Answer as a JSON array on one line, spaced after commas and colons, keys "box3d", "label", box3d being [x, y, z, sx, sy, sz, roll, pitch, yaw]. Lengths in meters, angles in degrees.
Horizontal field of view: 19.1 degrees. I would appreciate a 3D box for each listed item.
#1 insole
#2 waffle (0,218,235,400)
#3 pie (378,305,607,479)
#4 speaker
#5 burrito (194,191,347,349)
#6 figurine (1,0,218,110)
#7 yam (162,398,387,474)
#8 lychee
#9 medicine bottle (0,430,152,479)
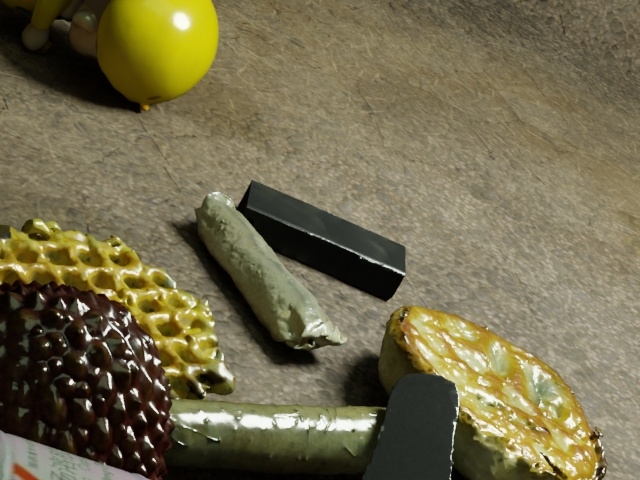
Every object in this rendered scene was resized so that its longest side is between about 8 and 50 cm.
[{"box3d": [0.080, 0.247, 1.919, 0.110, 0.012, 0.309, 7, 44, 9], "label": "insole"}, {"box3d": [-0.245, 0.081, 1.978, 0.329, 0.062, 0.329, 22, 28, -12], "label": "waffle"}, {"box3d": [0.197, 0.192, 2.195, 0.315, 0.092, 0.315, 28, 23, -13], "label": "pie"}, {"box3d": [0.000, 0.000, 2.394, 0.218, 0.044, 0.082, 23, 26, -10], "label": "speaker"}, {"box3d": [-0.069, 0.040, 2.237, 0.082, 0.059, 0.275, 11, 30, -46], "label": "burrito"}, {"box3d": [-0.302, -0.303, 2.517, 0.344, 0.187, 0.215, 23, 13, 4], "label": "figurine"}, {"box3d": [-0.026, 0.202, 1.954, 0.371, 0.083, 0.083, 8, 32, -37], "label": "yam"}, {"box3d": [-0.242, 0.167, 1.642, 0.271, 0.271, 0.271, 23, 26, -12], "label": "lychee"}, {"box3d": [-0.273, 0.257, 1.415, 0.302, 0.241, 0.241, 20, 27, -17], "label": "medicine bottle"}]
